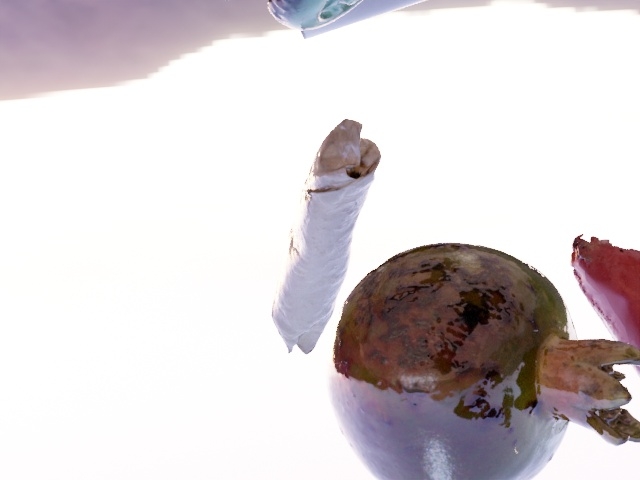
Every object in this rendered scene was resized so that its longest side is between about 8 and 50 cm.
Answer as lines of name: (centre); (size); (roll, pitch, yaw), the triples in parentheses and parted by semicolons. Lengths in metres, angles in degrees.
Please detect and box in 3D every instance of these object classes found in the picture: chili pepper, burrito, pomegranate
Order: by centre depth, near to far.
pomegranate: (0.117, 0.109, 1.307); (0.246, 0.198, 0.198); (35, -151, 27)
burrito: (0.000, 0.000, 1.542); (0.059, 0.082, 0.275); (4, 146, -9)
chili pepper: (0.363, 0.142, 1.662); (0.110, 0.387, 0.110); (-37, 177, -3)

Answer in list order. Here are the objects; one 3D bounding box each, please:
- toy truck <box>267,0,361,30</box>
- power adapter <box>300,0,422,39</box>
toy truck: (0.003, -0.210, 0.731); (0.156, 0.155, 0.279); (-38, 170, -8)
power adapter: (0.010, -0.311, 1.836); (0.255, 0.187, 0.124); (-18, -136, 5)
